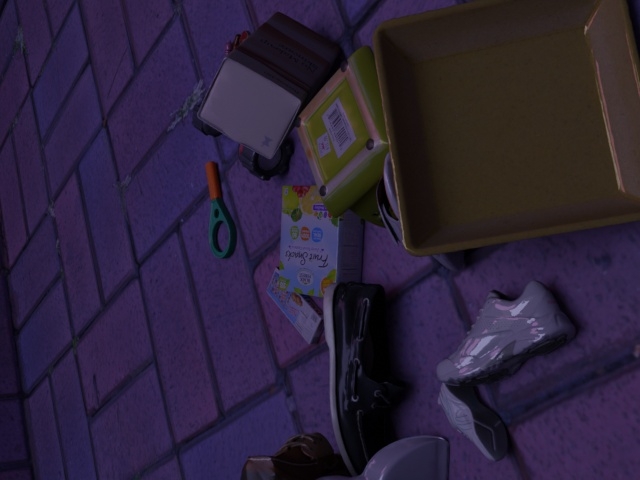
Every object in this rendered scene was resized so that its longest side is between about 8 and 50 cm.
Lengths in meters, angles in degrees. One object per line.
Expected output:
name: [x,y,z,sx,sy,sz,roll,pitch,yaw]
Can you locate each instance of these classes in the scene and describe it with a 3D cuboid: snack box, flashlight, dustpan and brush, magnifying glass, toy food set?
snack box: [-0.050,0.128,1.548,0.178,0.022,0.064,46,124,41]
flashlight: [-0.182,-0.226,1.663,0.304,0.103,0.103,34,117,45]
dustpan and brush: [0.097,0.385,1.228,0.060,0.211,0.148,-175,87,-68]
snack box: [0.000,0.000,1.454,0.174,0.070,0.207,4,94,50]
magnifying glass: [-0.238,-0.071,1.786,0.092,0.026,0.231,-27,68,47]
toy food set: [-0.190,-0.429,1.743,0.122,0.019,0.078,-41,58,42]

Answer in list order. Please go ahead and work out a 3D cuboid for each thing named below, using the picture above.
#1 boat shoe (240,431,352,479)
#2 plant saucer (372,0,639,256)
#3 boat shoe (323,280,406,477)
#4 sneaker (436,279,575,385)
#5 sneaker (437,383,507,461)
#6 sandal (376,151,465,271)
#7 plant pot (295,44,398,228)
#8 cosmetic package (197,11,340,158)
boat shoe: [-0.033,0.387,1.310,0.122,0.324,0.120,-5,66,22]
plant saucer: [0.257,-0.159,1.036,0.332,0.081,0.333,-10,79,12]
boat shoe: [0.088,0.234,1.304,0.113,0.127,0.340,-11,77,27]
sneaker: [0.258,0.136,1.132,0.232,0.090,0.115,-36,54,34]
sneaker: [0.232,0.276,1.182,0.152,0.053,0.061,58,145,38]
sandal: [0.135,-0.028,1.140,0.076,0.265,0.102,-5,56,32]
plant pot: [0.101,-0.164,1.228,0.227,0.207,0.228,-42,57,42]
cosmetic package: [-0.083,-0.285,1.377,0.129,0.153,0.296,-57,5,34]
